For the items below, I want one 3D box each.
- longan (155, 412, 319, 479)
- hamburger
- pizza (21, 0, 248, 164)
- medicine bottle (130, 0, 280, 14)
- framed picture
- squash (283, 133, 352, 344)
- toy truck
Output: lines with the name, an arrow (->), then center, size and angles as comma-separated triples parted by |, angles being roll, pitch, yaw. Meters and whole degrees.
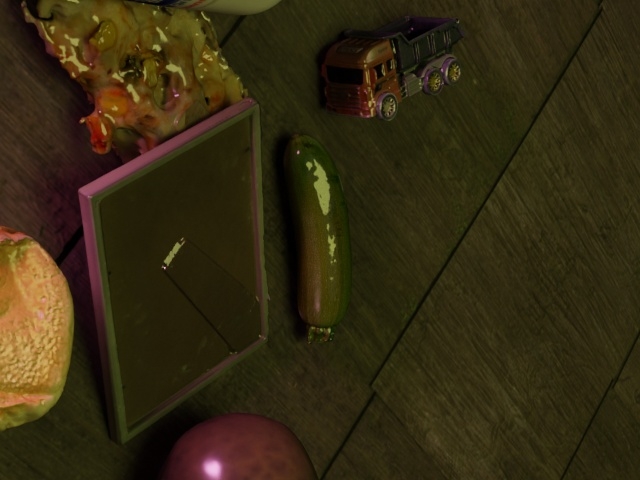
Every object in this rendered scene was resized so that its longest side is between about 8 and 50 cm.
longan -> -0.091, 0.289, 1.433 | 0.198, 0.198, 0.212 | 9, 81, -48
hamburger -> -0.315, 0.078, 1.190 | 0.214, 0.108, 0.213 | -14, 109, -46
pizza -> -0.172, -0.168, 1.312 | 0.189, 0.071, 0.297 | -54, 133, -23
medicine bottle -> -0.149, -0.279, 1.226 | 0.341, 0.130, 0.130 | -4, 103, -52
framed picture -> -0.138, 0.033, 1.382 | 0.232, 0.024, 0.314 | -33, 136, -38
squash -> 0.000, 0.000, 1.545 | 0.069, 0.069, 0.258 | -25, 118, -41
toy truck -> 0.086, -0.208, 1.575 | 0.192, 0.083, 0.092 | -32, 122, -40
